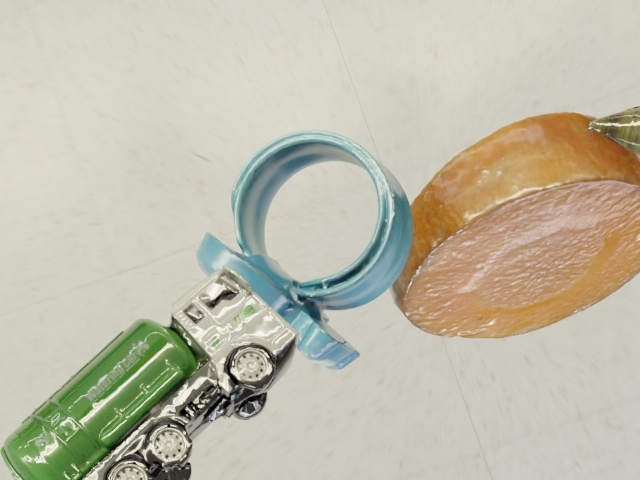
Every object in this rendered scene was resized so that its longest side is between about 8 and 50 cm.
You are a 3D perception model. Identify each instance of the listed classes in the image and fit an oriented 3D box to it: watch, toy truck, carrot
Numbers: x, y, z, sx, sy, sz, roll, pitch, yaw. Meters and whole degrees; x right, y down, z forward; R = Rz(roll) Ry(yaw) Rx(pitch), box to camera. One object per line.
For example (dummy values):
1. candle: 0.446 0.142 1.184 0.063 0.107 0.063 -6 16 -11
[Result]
1. watch: 0.000 0.000 1.545 0.211 0.211 0.193 37 91 4
2. toy truck: -0.135 0.132 1.284 0.242 0.101 0.125 -42 77 -19
3. carrot: 0.213 -0.006 1.686 0.307 0.258 0.100 -21 48 -5

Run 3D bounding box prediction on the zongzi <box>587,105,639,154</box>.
1. zongzi: 0.339 -0.066 1.444 0.184 0.187 0.084 -6 57 8
